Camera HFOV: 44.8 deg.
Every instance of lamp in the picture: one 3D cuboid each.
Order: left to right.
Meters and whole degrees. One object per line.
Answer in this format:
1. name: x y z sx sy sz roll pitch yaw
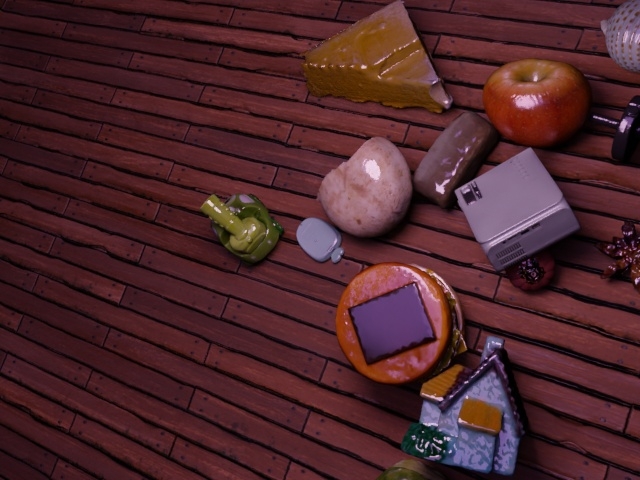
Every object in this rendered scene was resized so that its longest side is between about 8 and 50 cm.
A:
1. lamp: 0.455 0.058 1.684 0.108 0.092 0.107 2 109 5

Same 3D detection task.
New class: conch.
1. conch: 0.703 -0.468 1.712 0.172 0.131 0.200 -45 62 7

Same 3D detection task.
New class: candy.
1. candy: 0.317 -0.191 1.824 0.104 0.102 0.234 33 91 30

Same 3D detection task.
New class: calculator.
1. calculator: 0.000 0.000 1.959 0.153 0.021 0.095 40 94 33

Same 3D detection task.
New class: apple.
1. apple: 0.482 -0.304 1.736 0.210 0.173 0.235 -34 44 -19

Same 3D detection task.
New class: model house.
1. model house: 0.304 0.310 1.549 0.230 0.280 0.248 9 85 15

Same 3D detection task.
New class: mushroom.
1. mushroom: 0.131 -0.107 1.843 0.253 0.195 0.188 -45 68 44

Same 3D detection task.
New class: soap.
1. soap: 0.121 -0.392 1.945 0.339 0.169 0.304 -26 55 16

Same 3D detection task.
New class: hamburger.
1. hamburger: 0.181 0.179 1.701 0.291 0.225 0.290 -4 80 24

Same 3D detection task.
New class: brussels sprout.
1. brussels sprout: 0.189 0.538 1.636 0.183 0.131 0.145 -34 68 17

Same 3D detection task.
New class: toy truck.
1. toy truck: -0.201 -0.035 1.973 0.187 0.210 0.148 45 96 11

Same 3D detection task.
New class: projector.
1. projector: 0.421 -0.066 1.680 0.198 0.108 0.250 -30 33 13

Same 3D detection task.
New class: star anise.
1. star anise: 0.658 0.033 1.620 0.168 0.057 0.167 -5 80 30

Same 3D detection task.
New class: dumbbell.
1. dumbbell: 0.718 -0.212 1.617 0.326 0.143 0.143 25 86 29
